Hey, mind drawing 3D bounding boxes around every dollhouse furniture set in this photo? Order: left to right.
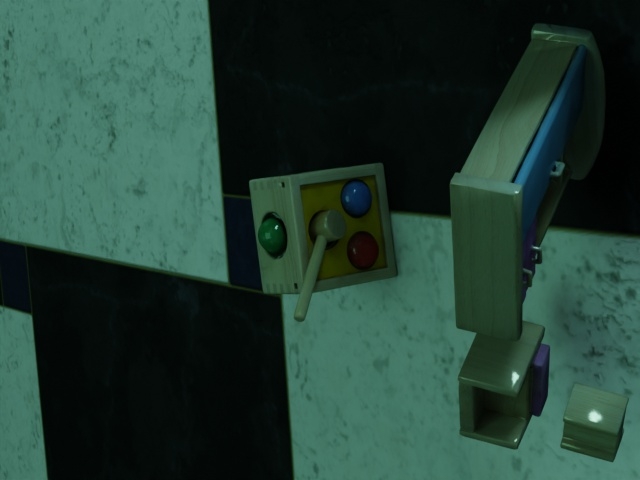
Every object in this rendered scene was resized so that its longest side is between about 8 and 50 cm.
[{"bbox_3d":[0.269,0.016,0.975,0.303,0.198,0.286,13,135,21],"label":"dollhouse furniture set"}]

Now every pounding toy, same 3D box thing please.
[{"bbox_3d":[0.000,0.000,1.276,0.100,0.141,0.130,-3,96,54],"label":"pounding toy"}]
